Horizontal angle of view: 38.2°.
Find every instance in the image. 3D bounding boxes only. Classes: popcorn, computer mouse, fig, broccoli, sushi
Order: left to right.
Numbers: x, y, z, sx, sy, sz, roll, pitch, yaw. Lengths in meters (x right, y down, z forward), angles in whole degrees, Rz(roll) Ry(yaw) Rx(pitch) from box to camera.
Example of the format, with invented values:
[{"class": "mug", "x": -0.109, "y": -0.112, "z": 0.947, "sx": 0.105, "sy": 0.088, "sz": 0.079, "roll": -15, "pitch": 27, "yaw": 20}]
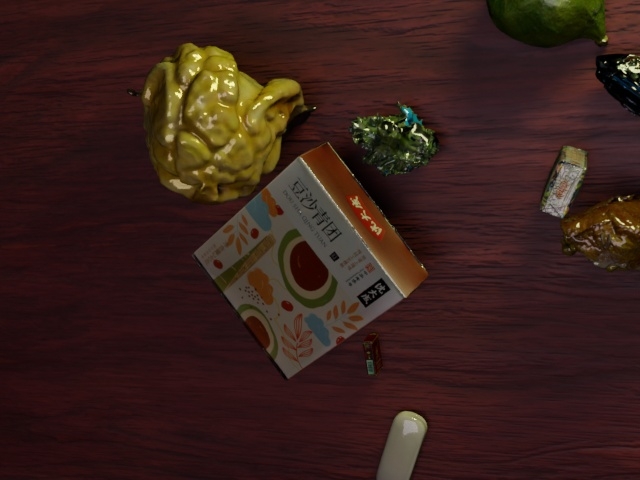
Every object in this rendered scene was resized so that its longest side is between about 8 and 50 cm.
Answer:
[{"class": "popcorn", "x": -0.197, "y": -0.244, "z": 1.898, "sx": 0.382, "sy": 0.349, "sz": 0.349, "roll": -5, "pitch": 108, "yaw": -19}, {"class": "broccoli", "x": 0.145, "y": -0.205, "z": 1.847, "sx": 0.154, "sy": 0.160, "sz": 0.167, "roll": -38, "pitch": 79, "yaw": -2}, {"class": "fig", "x": 0.442, "y": -0.438, "z": 1.689, "sx": 0.235, "sy": 0.203, "sz": 0.203, "roll": 15, "pitch": 116, "yaw": -27}, {"class": "sushi", "x": 0.578, "y": -0.003, "z": 1.724, "sx": 0.167, "sy": 0.296, "sz": 0.179, "roll": 54, "pitch": 140, "yaw": 37}, {"class": "computer mouse", "x": 0.603, "y": -0.269, "z": 1.678, "sx": 0.242, "sy": 0.146, "sz": 0.077, "roll": 41, "pitch": 95, "yaw": 8}]

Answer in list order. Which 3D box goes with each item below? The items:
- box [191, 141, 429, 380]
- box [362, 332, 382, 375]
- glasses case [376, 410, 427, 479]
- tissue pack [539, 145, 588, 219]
[{"class": "box", "x": -0.031, "y": 0.051, "z": 1.917, "sx": 0.385, "sy": 0.122, "sz": 0.344, "roll": -39, "pitch": 87, "yaw": 36}, {"class": "box", "x": 0.116, "y": 0.252, "z": 2.046, "sx": 0.023, "sy": 0.051, "sz": 0.082, "roll": -4, "pitch": 104, "yaw": 20}, {"class": "glasses case", "x": 0.182, "y": 0.478, "z": 2.087, "sx": 0.081, "sy": 0.051, "sz": 0.204, "roll": 22, "pitch": 112, "yaw": 14}, {"class": "tissue pack", "x": 0.464, "y": -0.113, "z": 1.759, "sx": 0.060, "sy": 0.148, "sz": 0.108, "roll": 21, "pitch": 111, "yaw": 9}]
